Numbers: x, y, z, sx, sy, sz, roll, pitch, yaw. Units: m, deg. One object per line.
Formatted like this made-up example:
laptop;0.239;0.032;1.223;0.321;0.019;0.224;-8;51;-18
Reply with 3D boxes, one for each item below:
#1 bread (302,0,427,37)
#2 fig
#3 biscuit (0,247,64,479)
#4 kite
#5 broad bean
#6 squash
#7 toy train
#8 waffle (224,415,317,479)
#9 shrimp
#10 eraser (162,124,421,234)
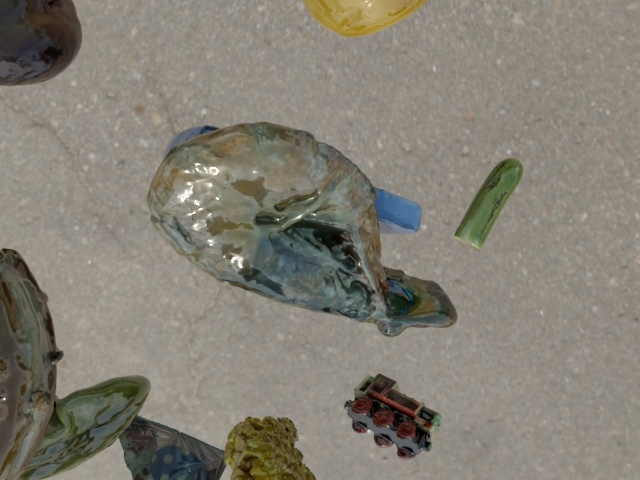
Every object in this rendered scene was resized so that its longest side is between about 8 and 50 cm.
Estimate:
bread;-0.007;-0.309;0.661;0.142;0.091;0.305;-35;111;0
fig;-0.430;-0.254;1.006;0.274;0.145;0.170;-13;111;0
biscuit;-0.416;0.160;0.840;0.366;0.115;0.268;-9;91;20
kite;-0.306;0.439;1.503;0.314;0.335;0.011;-22;149;-8
broad bean;-0.289;0.214;0.966;0.207;0.072;0.153;-4;141;-40
squash;0.143;-0.033;0.715;0.027;0.027;0.083;31;87;-20
toy train;0.103;0.240;1.164;0.138;0.087;0.050;23;138;31
waffle;-0.032;0.279;0.943;0.070;0.197;0.193;-35;104;8
shrimp;0.000;0.000;1.011;0.446;0.110;0.221;30;121;-35
eraser;-0.035;-0.071;1.071;0.312;0.042;0.144;19;172;-25
